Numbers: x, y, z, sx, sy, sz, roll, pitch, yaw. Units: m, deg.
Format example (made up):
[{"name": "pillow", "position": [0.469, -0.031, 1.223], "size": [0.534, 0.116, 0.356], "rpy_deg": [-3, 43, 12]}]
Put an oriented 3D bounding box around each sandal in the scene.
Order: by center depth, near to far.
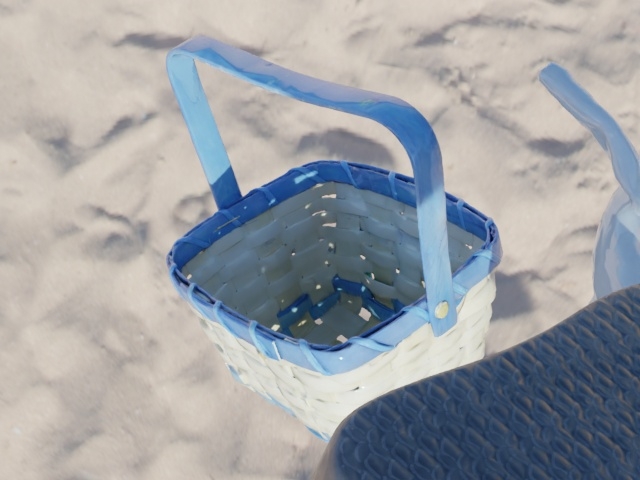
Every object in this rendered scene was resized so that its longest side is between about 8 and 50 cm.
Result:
[{"name": "sandal", "position": [0.103, 0.072, 0.408], "size": [0.254, 0.054, 0.097], "rpy_deg": [-7, 47, -31]}]

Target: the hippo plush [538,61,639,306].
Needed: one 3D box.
[{"name": "hippo plush", "position": [0.240, 0.084, 0.618], "size": [0.234, 0.294, 0.236], "rpy_deg": [0, 43, 15]}]

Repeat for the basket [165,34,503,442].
[{"name": "basket", "position": [0.000, 0.000, 0.821], "size": [0.201, 0.289, 0.255], "rpy_deg": [-38, 43, -24]}]
